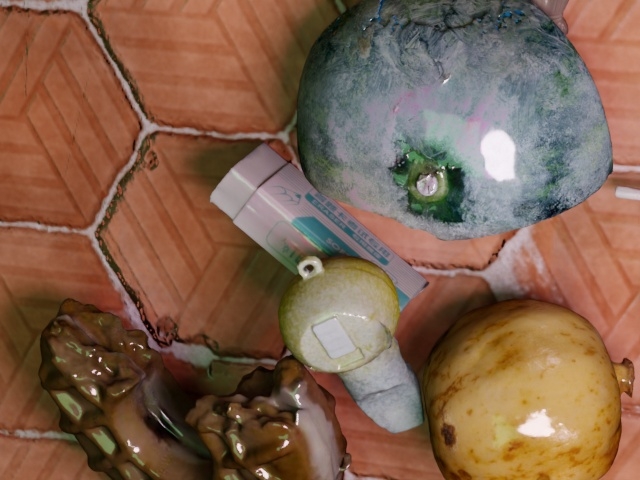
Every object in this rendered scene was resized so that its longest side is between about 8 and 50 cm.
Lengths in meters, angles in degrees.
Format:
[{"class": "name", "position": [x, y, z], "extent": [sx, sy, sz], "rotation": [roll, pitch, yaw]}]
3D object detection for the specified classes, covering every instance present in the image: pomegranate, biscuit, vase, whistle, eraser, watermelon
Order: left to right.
[{"class": "biscuit", "position": [-0.126, 0.205, 1.853], "extent": [0.366, 0.115, 0.268], "rotation": [18, 137, 33]}, {"class": "eraser", "position": [0.000, 0.000, 1.804], "extent": [0.225, 0.095, 0.052], "rotation": [41, 119, 3]}, {"class": "whistle", "position": [0.037, 0.095, 1.726], "extent": [0.123, 0.123, 0.223], "rotation": [-19, 123, 23]}, {"class": "watermelon", "position": [0.102, -0.121, 1.663], "extent": [0.322, 0.175, 0.188], "rotation": [0, 127, 18]}, {"class": "pomegranate", "position": [0.205, 0.163, 1.731], "extent": [0.215, 0.215, 0.215], "rotation": [6, 109, 17]}, {"class": "vase", "position": [0.213, -0.243, 1.676], "extent": [0.053, 0.053, 0.100], "rotation": [7, 114, 17]}]

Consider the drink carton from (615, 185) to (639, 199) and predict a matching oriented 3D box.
[{"class": "drink carton", "position": [0.379, -0.030, 1.671], "extent": [0.200, 0.084, 0.074], "rotation": [-9, 94, 22]}]
